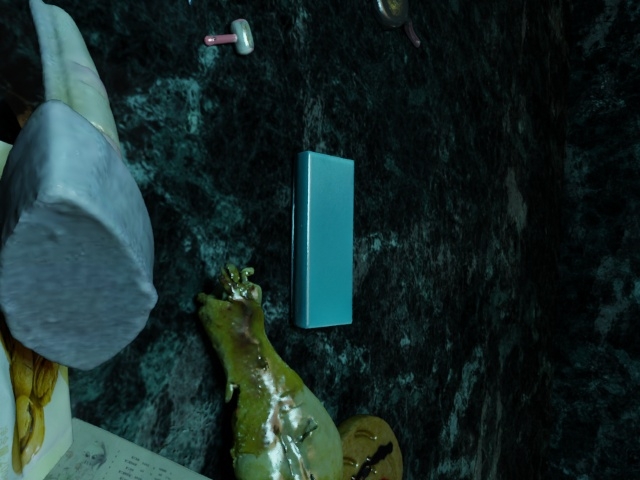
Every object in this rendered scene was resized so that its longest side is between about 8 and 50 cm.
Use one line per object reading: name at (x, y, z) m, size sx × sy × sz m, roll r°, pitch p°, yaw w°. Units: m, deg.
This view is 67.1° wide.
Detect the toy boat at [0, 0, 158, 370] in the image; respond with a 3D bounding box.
toy boat at (-0.212, -0.031, 0.431) m, size 0.111 × 0.293 × 0.276 m, roll -3°, pitch 128°, yaw -22°

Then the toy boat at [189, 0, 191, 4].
toy boat at (-0.262, -0.405, 0.578) m, size 0.291 × 0.070 × 0.210 m, roll -32°, pitch 113°, yaw -53°

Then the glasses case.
glasses case at (-0.002, 0.000, 0.864) m, size 0.117 × 0.070 × 0.301 m, roll 4°, pitch 87°, yaw -43°

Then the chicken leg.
chicken leg at (-0.078, 0.234, 0.725) m, size 0.201 × 0.153 × 0.429 m, roll -34°, pitch 107°, yaw -58°

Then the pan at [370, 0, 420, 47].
pan at (0.187, -0.515, 1.114) m, size 0.212 × 0.040 × 0.115 m, roll 27°, pitch 74°, yaw -45°

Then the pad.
pad at (-0.250, 0.346, 0.606) m, size 0.265 × 0.009 × 0.159 m, roll 49°, pitch 54°, yaw -37°

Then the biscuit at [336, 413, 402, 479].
biscuit at (0.061, 0.527, 0.920) m, size 0.367 × 0.063 × 0.314 m, roll -48°, pitch 122°, yaw -39°

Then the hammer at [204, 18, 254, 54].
hammer at (-0.142, -0.310, 0.740) m, size 0.083 × 0.031 × 0.052 m, roll -24°, pitch 104°, yaw -36°

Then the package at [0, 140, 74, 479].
package at (-0.339, 0.071, 0.432) m, size 0.165 × 0.221 × 0.311 m, roll -2°, pitch 92°, yaw -9°
